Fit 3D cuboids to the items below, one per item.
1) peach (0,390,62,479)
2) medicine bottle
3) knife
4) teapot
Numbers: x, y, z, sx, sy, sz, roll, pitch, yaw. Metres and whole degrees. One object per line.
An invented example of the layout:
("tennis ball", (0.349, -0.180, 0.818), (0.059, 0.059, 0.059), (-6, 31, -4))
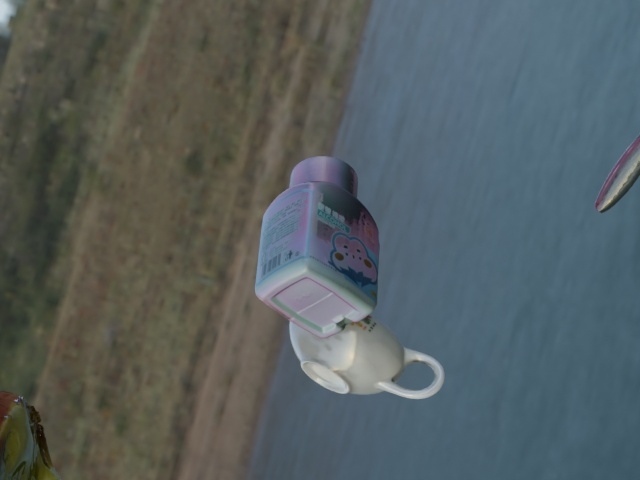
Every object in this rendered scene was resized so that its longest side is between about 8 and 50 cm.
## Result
("peach", (-0.466, 0.351, 1.813), (0.380, 0.242, 0.306), (75, -170, -58))
("medicine bottle", (0.000, 0.000, 1.566), (0.094, 0.119, 0.188), (-32, 38, 35))
("knife", (0.359, -0.123, 1.440), (0.247, 0.035, 0.018), (-56, -13, 25))
("teapot", (0.037, 0.130, 1.642), (0.092, 0.226, 0.145), (-57, -19, -20))
